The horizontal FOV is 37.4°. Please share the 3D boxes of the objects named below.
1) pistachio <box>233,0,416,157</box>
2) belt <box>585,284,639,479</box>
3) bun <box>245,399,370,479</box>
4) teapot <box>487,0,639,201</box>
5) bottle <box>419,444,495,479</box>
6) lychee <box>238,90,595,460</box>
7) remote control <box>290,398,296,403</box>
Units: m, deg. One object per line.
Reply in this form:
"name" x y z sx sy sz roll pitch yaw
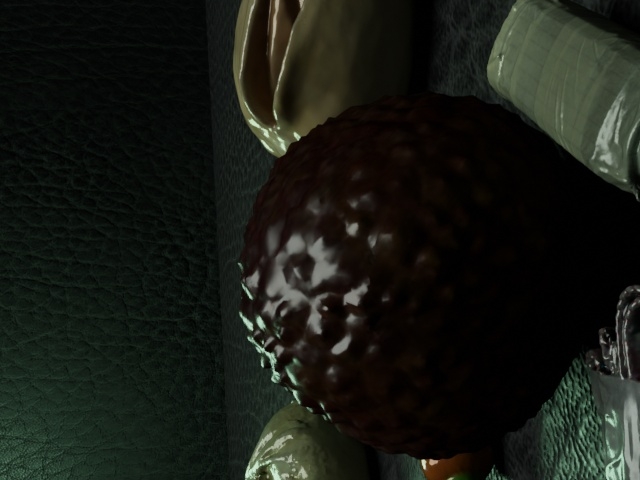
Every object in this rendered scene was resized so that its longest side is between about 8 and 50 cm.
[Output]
"pistachio" 0.012 -0.216 1.010 0.193 0.214 0.318 26 116 26
"belt" 0.189 0.138 0.529 0.071 0.053 0.232 178 90 -79
"bun" -0.022 0.333 1.287 0.259 0.160 0.259 179 90 -81
"teapot" 0.173 -0.094 0.530 0.107 0.077 0.200 -65 22 20
"bottle" 0.118 0.183 0.827 0.069 0.069 0.187 102 160 -48
"lychee" 0.068 0.022 0.654 0.260 0.261 0.260 178 90 -78
"remote control" -0.039 0.417 1.670 0.123 0.038 0.285 -114 27 -57
